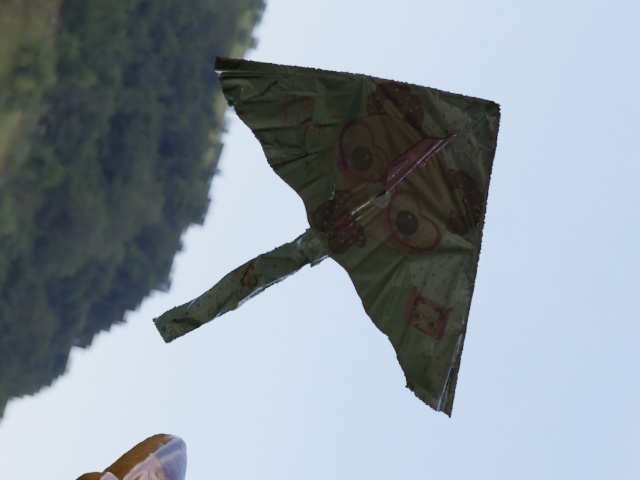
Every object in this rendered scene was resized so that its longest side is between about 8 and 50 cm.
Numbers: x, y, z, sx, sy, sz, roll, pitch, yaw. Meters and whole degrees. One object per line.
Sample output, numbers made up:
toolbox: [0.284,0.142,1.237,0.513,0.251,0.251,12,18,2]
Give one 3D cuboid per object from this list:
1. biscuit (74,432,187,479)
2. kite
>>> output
biscuit: [-0.145,0.230,0.983,0.280,0.043,0.183,-56,151,-50]
kite: [0.001,0.000,0.783,0.250,0.012,0.229,-34,-98,31]
